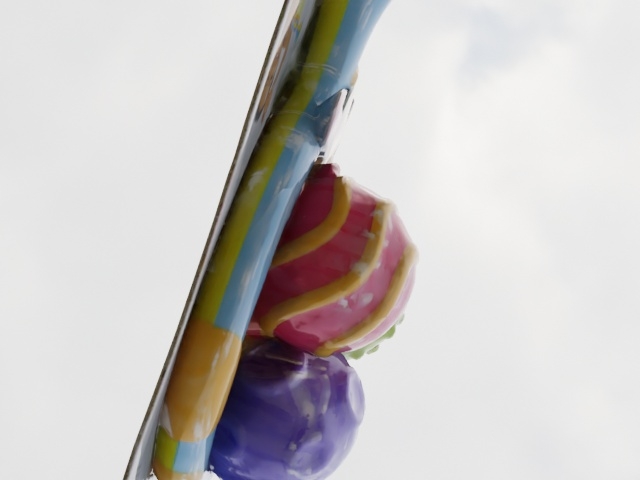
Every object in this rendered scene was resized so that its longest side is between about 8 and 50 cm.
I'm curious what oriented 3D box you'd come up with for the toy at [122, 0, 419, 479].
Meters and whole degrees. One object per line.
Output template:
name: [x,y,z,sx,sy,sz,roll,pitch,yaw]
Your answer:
toy: [0.000,0.000,0.497,0.056,0.137,0.237,15,-87,6]
